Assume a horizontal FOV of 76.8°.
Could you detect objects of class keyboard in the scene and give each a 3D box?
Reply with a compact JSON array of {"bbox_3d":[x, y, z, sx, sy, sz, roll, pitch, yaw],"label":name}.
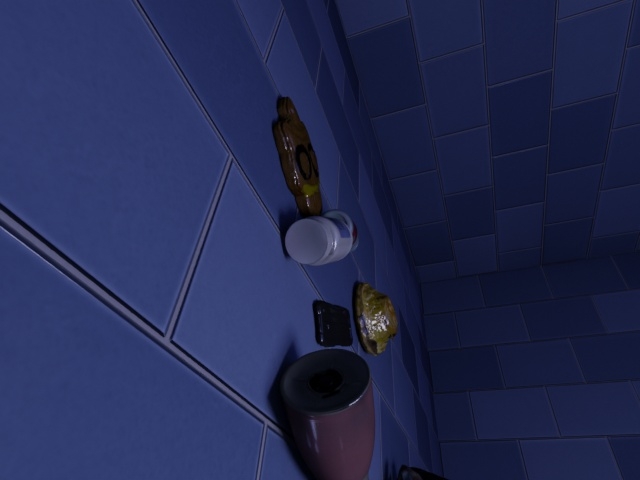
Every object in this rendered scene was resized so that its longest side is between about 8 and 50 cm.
[{"bbox_3d":[0.036,0.206,0.988,0.262,0.016,0.106,36,46,-67],"label":"keyboard"}]

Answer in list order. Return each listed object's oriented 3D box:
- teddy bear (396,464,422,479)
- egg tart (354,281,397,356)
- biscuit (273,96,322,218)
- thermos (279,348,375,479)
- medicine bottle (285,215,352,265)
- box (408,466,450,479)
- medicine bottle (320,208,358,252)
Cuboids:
[{"bbox_3d":[0.208,0.803,1.003,0.376,0.362,0.327,-12,118,-36],"label":"teddy bear"},{"bbox_3d":[0.178,0.244,1.281,0.241,0.106,0.240,-14,90,-69],"label":"egg tart"},{"bbox_3d":[-0.042,-0.191,0.945,0.208,0.041,0.290,-48,126,-70],"label":"biscuit"},{"bbox_3d":[0.024,0.330,0.698,0.176,0.146,0.264,-124,-158,-65],"label":"thermos"},{"bbox_3d":[0.000,0.000,0.853,0.187,0.103,0.102,-2,82,-72],"label":"medicine bottle"},{"bbox_3d":[0.340,0.830,1.152,0.073,0.290,0.288,9,73,-29],"label":"box"},{"bbox_3d":[0.054,-0.014,1.053,0.217,0.091,0.090,38,43,-74],"label":"medicine bottle"}]
